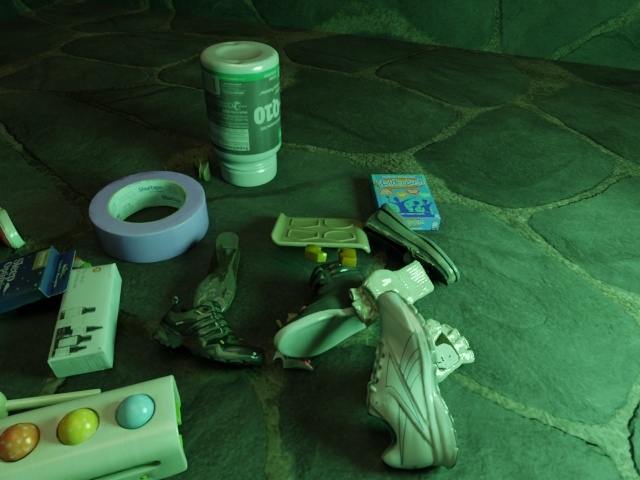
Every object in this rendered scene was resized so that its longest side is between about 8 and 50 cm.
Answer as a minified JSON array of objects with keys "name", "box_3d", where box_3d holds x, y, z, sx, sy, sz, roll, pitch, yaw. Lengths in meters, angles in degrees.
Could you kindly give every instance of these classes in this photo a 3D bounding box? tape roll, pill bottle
[{"name":"tape roll","box_3d":[-0.428,-0.067,1.154,0.275,0.090,0.275,2,41,-2]},{"name":"pill bottle","box_3d":[-0.214,-0.348,1.284,0.204,0.361,0.204,1,41,-1]}]

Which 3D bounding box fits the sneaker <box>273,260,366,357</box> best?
[{"name":"sneaker","box_3d":[-0.002,0.129,0.917,0.296,0.104,0.147,-16,44,-41]}]

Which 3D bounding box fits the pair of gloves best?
[{"name":"pair of gloves","box_3d":[0.175,0.159,0.877,0.204,0.042,0.240,-13,70,-32]}]

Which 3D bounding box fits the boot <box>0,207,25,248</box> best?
[{"name":"boot","box_3d":[-0.825,-0.011,1.073,0.244,0.088,0.176,24,45,35]}]

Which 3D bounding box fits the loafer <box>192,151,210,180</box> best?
[{"name":"loafer","box_3d":[-0.358,-0.219,1.365,0.050,0.056,0.148,-7,31,-10]}]

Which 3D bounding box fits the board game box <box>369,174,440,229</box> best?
[{"name":"board game box","box_3d":[0.230,-0.111,1.272,0.160,0.047,0.210,-1,40,-3]}]

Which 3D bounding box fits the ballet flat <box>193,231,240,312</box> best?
[{"name":"ballet flat","box_3d":[-0.226,0.084,1.022,0.084,0.058,0.250,6,45,-4]}]

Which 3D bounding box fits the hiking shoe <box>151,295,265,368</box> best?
[{"name":"hiking shoe","box_3d":[-0.205,0.170,0.867,0.227,0.086,0.114,13,67,12]}]

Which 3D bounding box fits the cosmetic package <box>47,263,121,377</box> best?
[{"name":"cosmetic package","box_3d":[-0.467,0.151,0.918,0.099,0.060,0.239,-7,42,-13]}]

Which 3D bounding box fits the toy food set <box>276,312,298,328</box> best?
[{"name":"toy food set","box_3d":[-0.027,0.174,0.949,0.122,0.019,0.078,-14,43,-30]}]

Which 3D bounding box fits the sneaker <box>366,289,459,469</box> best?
[{"name":"sneaker","box_3d":[0.132,0.229,0.756,0.129,0.111,0.297,-11,71,-2]}]

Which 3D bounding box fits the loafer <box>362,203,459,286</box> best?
[{"name":"loafer","box_3d":[0.209,0.023,1.088,0.084,0.096,0.267,-35,57,-13]}]

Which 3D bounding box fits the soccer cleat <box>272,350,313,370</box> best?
[{"name":"soccer cleat","box_3d":[-0.053,0.234,0.870,0.083,0.029,0.035,21,52,25]}]

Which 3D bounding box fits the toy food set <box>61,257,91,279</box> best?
[{"name":"toy food set","box_3d":[-0.567,0.072,1.035,0.083,0.020,0.082,15,42,14]}]

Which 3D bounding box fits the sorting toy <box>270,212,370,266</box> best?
[{"name":"sorting toy","box_3d":[0.000,0.000,1.072,0.229,0.041,0.307,6,19,0]}]

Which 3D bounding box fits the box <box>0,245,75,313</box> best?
[{"name":"box","box_3d":[-0.640,0.088,0.959,0.225,0.036,0.136,-19,43,-3]}]

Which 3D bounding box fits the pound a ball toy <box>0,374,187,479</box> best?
[{"name":"pound a ball toy","box_3d":[-0.388,0.283,0.711,0.319,0.135,0.208,-10,42,-15]}]
